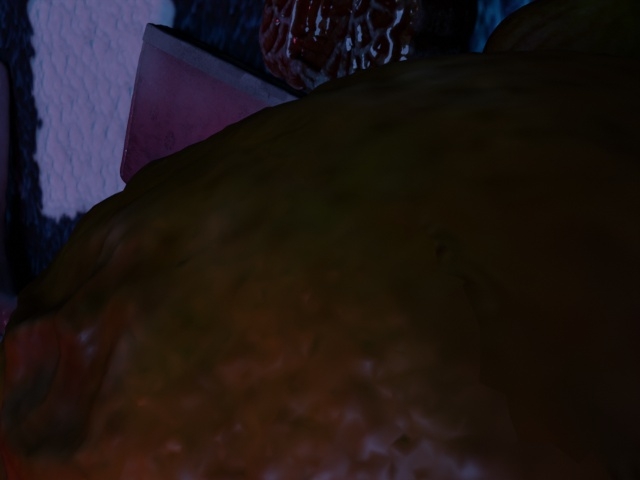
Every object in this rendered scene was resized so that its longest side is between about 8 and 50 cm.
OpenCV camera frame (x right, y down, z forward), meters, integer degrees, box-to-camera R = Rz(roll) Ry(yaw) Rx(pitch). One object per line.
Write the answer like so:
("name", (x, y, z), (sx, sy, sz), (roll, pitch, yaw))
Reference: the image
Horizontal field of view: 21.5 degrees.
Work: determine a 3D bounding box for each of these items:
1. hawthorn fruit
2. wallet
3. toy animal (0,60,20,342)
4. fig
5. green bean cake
("hawthorn fruit", (0.052, 0.130, 0.678), (0.472, 0.472, 0.471), (5, 96, 49))
("wallet", (-0.051, -0.051, 1.079), (0.232, 0.025, 0.119), (31, 115, 43))
("toy animal", (-0.252, 0.057, 1.269), (0.206, 0.081, 0.367), (28, 114, 57))
("fig", (0.138, -0.096, 0.826), (0.125, 0.089, 0.089), (-46, 58, 19))
("green bean cake", (0.025, -0.143, 0.962), (0.136, 0.056, 0.135), (30, 116, 44))
